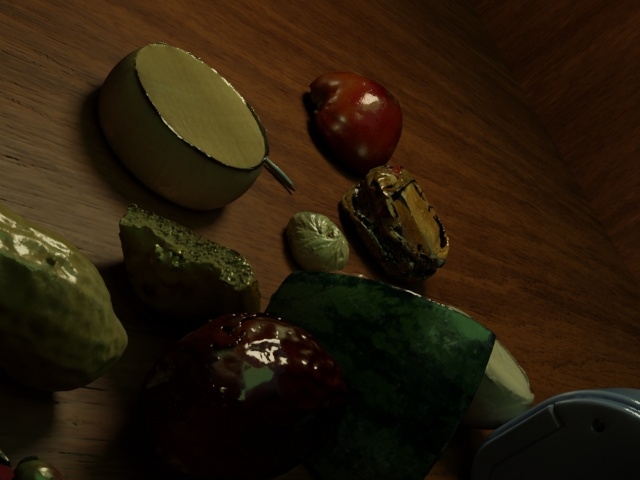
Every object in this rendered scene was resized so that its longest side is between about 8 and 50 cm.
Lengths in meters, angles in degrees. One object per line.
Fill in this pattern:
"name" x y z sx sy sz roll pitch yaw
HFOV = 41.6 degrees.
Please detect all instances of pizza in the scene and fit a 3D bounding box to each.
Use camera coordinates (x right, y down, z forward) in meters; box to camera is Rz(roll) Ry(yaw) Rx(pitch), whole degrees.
"pizza" -0.153 0.064 0.977 0.188 0.204 0.080 28 64 18

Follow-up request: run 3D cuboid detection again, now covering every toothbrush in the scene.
"toothbrush" -0.108 -0.152 1.390 0.193 0.013 0.019 47 19 -8

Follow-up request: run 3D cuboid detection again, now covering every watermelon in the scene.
"watermelon" 0.038 0.194 1.098 0.283 0.292 0.250 32 66 13

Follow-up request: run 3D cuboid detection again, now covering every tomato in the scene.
"tomato" 0.084 -0.248 1.665 0.200 0.139 0.233 35 31 -42

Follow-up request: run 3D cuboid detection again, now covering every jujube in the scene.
"jujube" -0.074 0.168 0.877 0.243 0.183 0.183 22 39 -55

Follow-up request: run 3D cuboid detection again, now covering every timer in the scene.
"timer" 0.429 0.383 1.170 0.173 0.395 0.395 9 49 -47

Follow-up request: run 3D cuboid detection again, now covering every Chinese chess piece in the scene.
"Chinese chess piece" -0.189 -0.160 1.181 0.250 0.103 0.250 36 31 -26

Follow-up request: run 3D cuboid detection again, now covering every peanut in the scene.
"peanut" -0.302 0.028 0.734 0.313 0.149 0.149 37 31 -31

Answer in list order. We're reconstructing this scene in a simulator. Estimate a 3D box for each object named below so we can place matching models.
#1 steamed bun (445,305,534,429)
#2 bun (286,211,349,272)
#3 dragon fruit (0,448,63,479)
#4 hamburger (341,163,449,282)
"steamed bun" 0.225 0.209 1.333 0.228 0.131 0.177 41 19 -18
"bun" 0.000 0.000 1.310 0.115 0.069 0.115 39 28 -26
"dragon fruit" -0.222 0.253 0.515 0.273 0.218 0.198 62 -7 9
"hamburger" 0.143 -0.030 1.531 0.231 0.107 0.231 42 27 -27
